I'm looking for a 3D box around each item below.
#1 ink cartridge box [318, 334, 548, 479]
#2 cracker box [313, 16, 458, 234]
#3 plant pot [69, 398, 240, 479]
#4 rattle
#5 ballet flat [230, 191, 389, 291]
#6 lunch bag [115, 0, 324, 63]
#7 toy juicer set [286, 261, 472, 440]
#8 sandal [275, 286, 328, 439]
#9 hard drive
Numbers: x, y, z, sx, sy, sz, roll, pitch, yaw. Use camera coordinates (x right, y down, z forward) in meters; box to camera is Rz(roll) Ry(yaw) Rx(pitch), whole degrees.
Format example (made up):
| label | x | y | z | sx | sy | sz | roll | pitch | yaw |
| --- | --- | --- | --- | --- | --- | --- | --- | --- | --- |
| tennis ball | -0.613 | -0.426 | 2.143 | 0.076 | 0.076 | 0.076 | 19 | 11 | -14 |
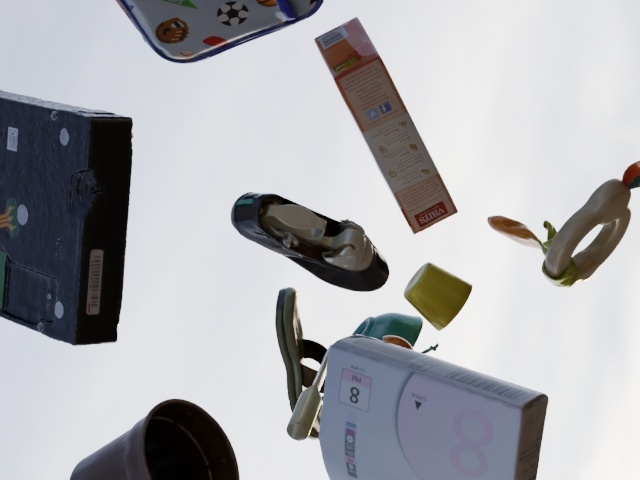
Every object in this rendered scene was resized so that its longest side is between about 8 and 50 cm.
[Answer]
| label | x | y | z | sx | sy | sz | roll | pitch | yaw |
| --- | --- | --- | --- | --- | --- | --- | --- | --- | --- |
| ink cartridge box | 0.084 | 0.212 | 1.514 | 0.066 | 0.189 | 0.232 | -10 | -68 | -55 |
| cracker box | 0.079 | -0.140 | 2.229 | 0.232 | 0.067 | 0.155 | 61 | -177 | -25 |
| plant pot | -0.217 | 0.302 | 2.287 | 0.167 | 0.165 | 0.167 | 32 | -135 | -38 |
| rattle | 0.313 | -0.054 | 2.191 | 0.130 | 0.143 | 0.199 | 4 | -55 | -34 |
| ballet flat | 0.000 | 0.000 | 1.970 | 0.203 | 0.074 | 0.074 | 25 | -108 | -22 |
| lunch bag | -0.133 | -0.350 | 2.039 | 0.303 | 0.243 | 0.115 | 59 | -161 | -44 |
| toy juicer set | 0.061 | 0.171 | 2.231 | 0.329 | 0.089 | 0.209 | -42 | 15 | 55 |
| sandal | -0.014 | 0.209 | 3.012 | 0.120 | 0.086 | 0.303 | -93 | -6 | -54 |
| hard drive | -0.319 | -0.036 | 1.952 | 0.064 | 0.339 | 0.237 | -2 | -80 | -40 |
